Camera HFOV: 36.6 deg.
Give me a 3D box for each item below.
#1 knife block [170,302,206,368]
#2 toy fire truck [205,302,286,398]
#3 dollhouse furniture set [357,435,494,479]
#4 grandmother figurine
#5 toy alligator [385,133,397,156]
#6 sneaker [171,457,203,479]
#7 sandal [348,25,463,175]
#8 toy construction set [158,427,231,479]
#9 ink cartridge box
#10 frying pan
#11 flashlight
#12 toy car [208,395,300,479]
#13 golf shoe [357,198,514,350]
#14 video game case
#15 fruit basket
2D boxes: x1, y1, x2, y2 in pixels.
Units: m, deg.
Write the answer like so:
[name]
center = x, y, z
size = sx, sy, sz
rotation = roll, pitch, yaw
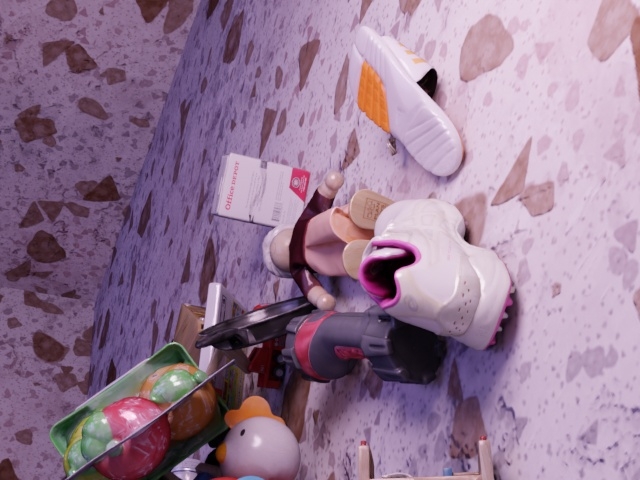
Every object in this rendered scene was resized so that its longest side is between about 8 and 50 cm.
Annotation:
[knife block]
center = -0.261, 0.262, 2.009
size = 0.276, 0.088, 0.242
rotation = -160, 82, -70
[toy fire truck]
center = -0.127, 0.193, 1.602
size = 0.047, 0.135, 0.192
rotation = 163, 116, -68
[dollhouse furniture set]
center = 0.109, 0.288, 0.971
size = 0.183, 0.129, 0.129
rotation = 76, -168, -59
[grandmother figurine]
center = 0.000, 0.000, 1.425
size = 0.342, 0.104, 0.208
rotation = -17, 54, 65
[toy alligator]
center = 0.100, -0.192, 1.334
size = 0.051, 0.056, 0.189
rotation = -24, 48, 13
[sneaker]
center = -0.314, 0.528, 1.991
size = 0.258, 0.094, 0.091
rotation = 128, 152, -51
[sandal]
center = 0.121, -0.176, 1.240
size = 0.265, 0.076, 0.102
rotation = 56, 143, 36
[toy construction set]
center = -0.171, 0.446, 1.481
size = 0.257, 0.237, 0.309
rotation = -27, 9, 16
[ink cartridge box]
center = -0.105, -0.082, 1.679
size = 0.063, 0.150, 0.109
rotation = -174, 96, -70
[frying pan]
center = -0.084, 0.126, 1.437
size = 0.326, 0.197, 0.053
rotation = -171, 63, -83
[flashlight]
center = 0.050, 0.137, 1.220
size = 0.304, 0.103, 0.103
rotation = -6, 69, 65
[toy car]
center = -0.100, 0.321, 1.318
size = 0.219, 0.210, 0.238
rotation = -47, 41, 40
[golf shoe]
center = 0.099, 0.015, 1.079
size = 0.306, 0.140, 0.115
rotation = -129, 52, -67
[video game case]
center = -0.172, 0.212, 1.724
size = 0.206, 0.026, 0.227
rotation = 59, -147, -67
[fruit basket]
center = -0.261, 0.254, 1.359
size = 0.165, 0.327, 0.353
rotation = 53, 172, 8
